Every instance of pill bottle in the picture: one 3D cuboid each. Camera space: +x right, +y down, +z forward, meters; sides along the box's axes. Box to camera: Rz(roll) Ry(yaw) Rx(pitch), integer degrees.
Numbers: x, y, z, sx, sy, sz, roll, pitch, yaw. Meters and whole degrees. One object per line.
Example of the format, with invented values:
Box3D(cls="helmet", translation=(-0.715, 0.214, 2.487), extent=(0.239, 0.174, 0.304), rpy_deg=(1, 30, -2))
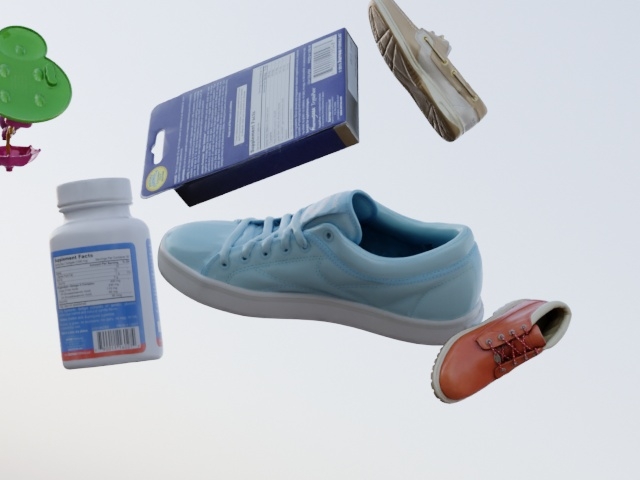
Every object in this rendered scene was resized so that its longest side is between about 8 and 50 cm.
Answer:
Box3D(cls="pill bottle", translation=(-0.260, 0.040, 1.777), extent=(0.124, 0.222, 0.124), rpy_deg=(-6, -4, 0))

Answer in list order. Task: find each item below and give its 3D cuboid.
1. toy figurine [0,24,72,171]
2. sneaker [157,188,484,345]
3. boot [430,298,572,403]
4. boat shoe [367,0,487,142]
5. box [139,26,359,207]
Box3D(cls="toy figurine", translation=(-0.414, -0.173, 1.985), extent=(0.130, 0.173, 0.159), rpy_deg=(4, -38, -22))
Box3D(cls="sneaker", translation=(0.000, 0.000, 1.584), extent=(0.365, 0.135, 0.150), rpy_deg=(8, -58, 11))
Box3D(cls="boot", translation=(0.179, 0.106, 1.466), extent=(0.059, 0.158, 0.084), rpy_deg=(58, -25, -11))
Box3D(cls="boat shoe", translation=(0.110, -0.182, 1.517), extent=(0.170, 0.059, 0.063), rpy_deg=(58, -15, 8))
Box3D(cls="box", translation=(-0.068, -0.113, 1.434), extent=(0.225, 0.136, 0.036), rpy_deg=(-18, -45, 20))
